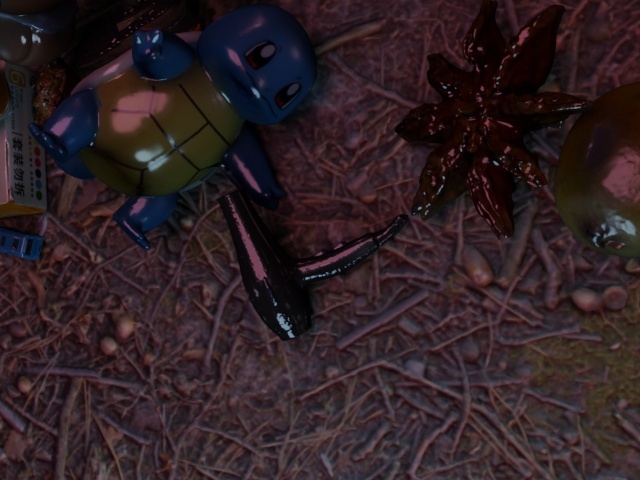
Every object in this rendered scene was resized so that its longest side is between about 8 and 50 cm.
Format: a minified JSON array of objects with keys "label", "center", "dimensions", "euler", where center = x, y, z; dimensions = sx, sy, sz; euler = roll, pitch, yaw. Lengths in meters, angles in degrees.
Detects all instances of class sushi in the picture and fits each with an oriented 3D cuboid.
[{"label":"sushi","center":[-0.382,-0.210,1.367],"dimensions":[0.061,0.060,0.118],"euler":[-4,83,30]}]

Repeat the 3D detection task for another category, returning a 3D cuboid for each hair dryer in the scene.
[{"label":"hair dryer","center":[0.000,0.000,1.159],"dimensions":[0.219,0.075,0.195],"euler":[-23,97,7]}]

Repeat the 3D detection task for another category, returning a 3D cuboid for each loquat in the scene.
[{"label":"loquat","center":[0.319,-0.076,0.976],"dimensions":[0.152,0.152,0.195],"euler":[19,75,26]}]

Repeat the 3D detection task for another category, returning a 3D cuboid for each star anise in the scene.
[{"label":"star anise","center":[0.181,-0.133,1.044],"dimensions":[0.288,0.088,0.288],"euler":[-10,78,51]}]

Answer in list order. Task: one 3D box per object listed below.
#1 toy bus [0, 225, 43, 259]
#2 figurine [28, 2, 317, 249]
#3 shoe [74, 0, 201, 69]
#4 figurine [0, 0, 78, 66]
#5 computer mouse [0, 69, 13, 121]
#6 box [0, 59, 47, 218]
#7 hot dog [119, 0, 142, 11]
[{"label":"toy bus","center":[-0.447,0.002,1.385],"dimensions":[0.083,0.046,0.038],"euler":[13,91,25]},{"label":"figurine","center":[-0.196,-0.137,1.204],"dimensions":[0.416,0.298,0.243],"euler":[-18,34,27]},{"label":"shoe","center":[-0.248,-0.271,1.298],"dimensions":[0.194,0.077,0.074],"euler":[-23,51,26]},{"label":"figurine","center":[-0.303,-0.350,1.156],"dimensions":[0.388,0.276,0.248],"euler":[-1,90,23]},{"label":"computer mouse","center":[-0.515,-0.170,1.334],"dimensions":[0.199,0.045,0.102],"euler":[-27,71,18]},{"label":"box","center":[-0.537,-0.131,1.416],"dimensions":[0.274,0.091,0.221],"euler":[-10,80,24]},{"label":"hot dog","center":[-0.199,-0.414,1.297],"dimensions":[0.131,0.069,0.253],"euler":[43,106,13]}]
